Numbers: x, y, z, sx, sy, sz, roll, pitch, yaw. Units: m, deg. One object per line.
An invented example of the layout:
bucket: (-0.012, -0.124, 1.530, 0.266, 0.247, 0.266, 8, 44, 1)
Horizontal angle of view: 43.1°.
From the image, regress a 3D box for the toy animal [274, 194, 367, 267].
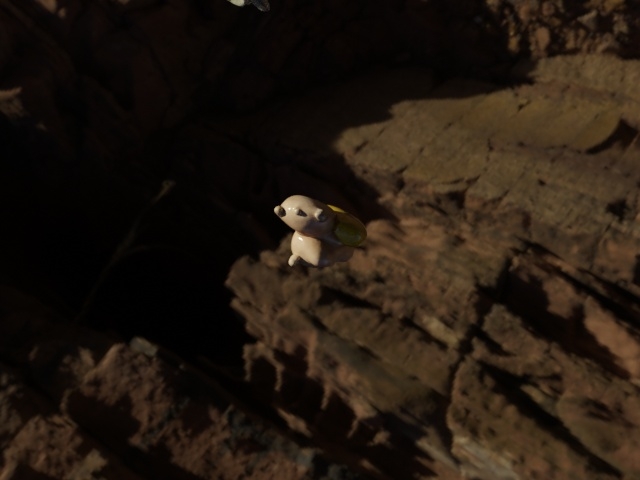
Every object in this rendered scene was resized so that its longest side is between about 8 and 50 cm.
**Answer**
toy animal: (0.000, 0.000, 0.917, 0.091, 0.082, 0.114, 29, -173, 33)

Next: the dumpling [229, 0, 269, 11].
dumpling: (-0.132, -0.361, 0.986, 0.199, 0.118, 0.136, 56, 160, -22)
